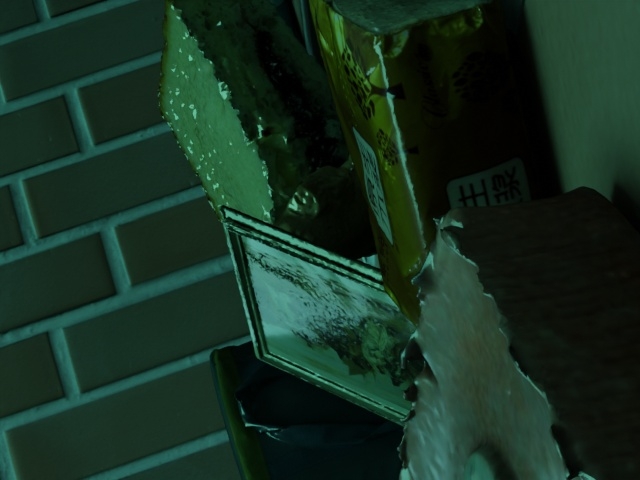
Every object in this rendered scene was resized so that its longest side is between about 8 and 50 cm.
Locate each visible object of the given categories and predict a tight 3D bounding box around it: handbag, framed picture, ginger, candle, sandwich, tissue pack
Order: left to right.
[{"bbox_3d":[-0.065,-0.117,1.431,0.325,0.131,0.262,59,158,20],"label":"sandwich"},{"bbox_3d":[-0.001,-0.004,1.216,0.074,0.213,0.137,25,151,43],"label":"ginger"},{"bbox_3d":[0.033,0.196,1.271,0.222,0.241,0.263,75,176,-49],"label":"handbag"},{"bbox_3d":[0.035,0.088,1.077,0.274,0.017,0.217,21,145,28],"label":"framed picture"},{"bbox_3d":[0.071,-0.046,0.744,0.183,0.092,0.226,-117,12,-66],"label":"tissue pack"},{"bbox_3d":[0.126,0.118,0.585,0.317,0.132,0.287,161,97,-76],"label":"candle"}]

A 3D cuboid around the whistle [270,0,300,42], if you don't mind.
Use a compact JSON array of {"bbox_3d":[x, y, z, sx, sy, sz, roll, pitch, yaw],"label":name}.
[{"bbox_3d":[-0.090,-0.316,1.606,0.186,0.093,0.273,-16,91,59],"label":"whistle"}]
